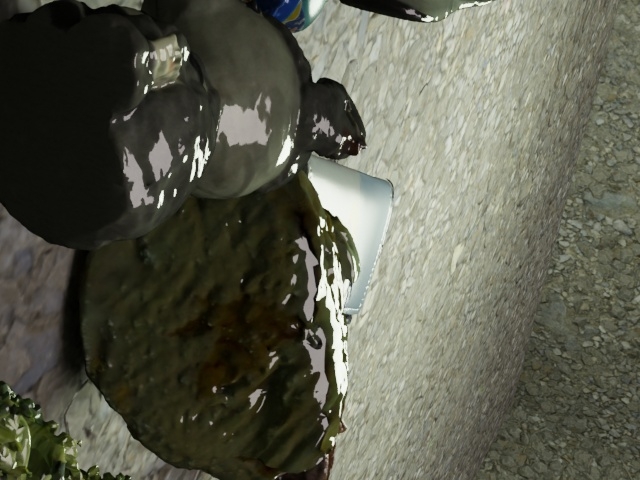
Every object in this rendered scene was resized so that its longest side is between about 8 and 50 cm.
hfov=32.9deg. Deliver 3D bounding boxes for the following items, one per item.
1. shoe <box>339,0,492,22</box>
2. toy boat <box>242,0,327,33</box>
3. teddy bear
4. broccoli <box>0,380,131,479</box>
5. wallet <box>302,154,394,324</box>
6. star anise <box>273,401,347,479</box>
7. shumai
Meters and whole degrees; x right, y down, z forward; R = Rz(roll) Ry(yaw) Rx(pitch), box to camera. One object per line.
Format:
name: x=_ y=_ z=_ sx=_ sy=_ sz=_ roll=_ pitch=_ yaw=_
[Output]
shoe: x=0.111 y=-0.292 z=1.034 sx=0.291 sy=0.114 sz=0.137 roll=-31 pitch=133 yaw=-56
toy boat: x=-0.054 y=-0.180 z=0.717 sx=0.175 sy=0.110 sz=0.091 roll=44 pitch=-62 yaw=64
teddy bear: x=-0.097 y=-0.083 z=0.627 sx=0.251 sy=0.171 sz=0.144 roll=-26 pitch=102 yaw=-62
broccoli: x=-0.118 y=0.212 z=0.563 sx=0.221 sy=0.361 sz=0.252 roll=51 pitch=41 yaw=-48
wallet: x=0.000 y=0.000 z=1.082 sx=0.231 sy=0.069 sz=0.170 roll=15 pitch=87 yaw=-66
star anise: x=-0.039 y=0.179 z=1.120 sx=0.214 sy=0.098 sz=0.220 roll=-49 pitch=133 yaw=-54
shumai: x=-0.069 y=0.040 z=0.840 sx=0.218 sy=0.189 sz=0.256 roll=-70 pitch=158 yaw=-70
